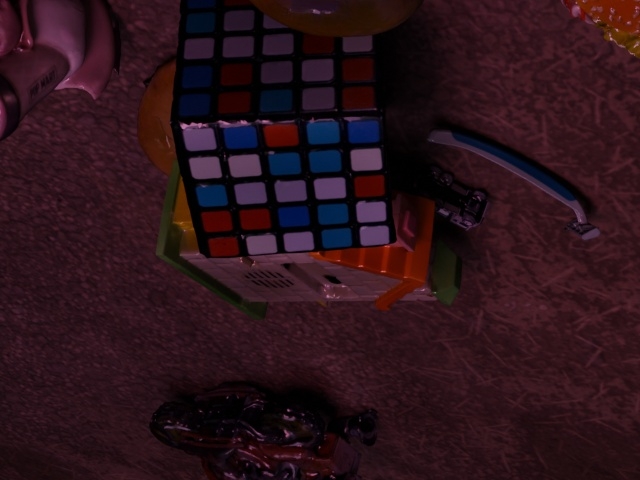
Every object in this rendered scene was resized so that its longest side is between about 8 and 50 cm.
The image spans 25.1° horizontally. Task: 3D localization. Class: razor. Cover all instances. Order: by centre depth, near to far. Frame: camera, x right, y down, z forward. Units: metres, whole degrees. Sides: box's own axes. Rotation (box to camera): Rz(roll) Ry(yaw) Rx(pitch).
[{"bbox_3d":[0.192,-0.064,1.414,0.191,0.037,0.068,32,-175,-9],"label":"razor"}]

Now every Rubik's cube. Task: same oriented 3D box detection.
[{"bbox_3d":[-0.030,-0.110,1.299,0.187,0.184,0.182,-5,140,2],"label":"Rubik's cube"}]

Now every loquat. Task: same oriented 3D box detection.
[{"bbox_3d":[0.007,-0.242,1.186,0.195,0.152,0.152,14,145,24],"label":"loquat"}]

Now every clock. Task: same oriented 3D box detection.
[{"bbox_3d":[0.000,0.000,1.482,0.255,0.106,0.220,-2,159,26],"label":"clock"}]

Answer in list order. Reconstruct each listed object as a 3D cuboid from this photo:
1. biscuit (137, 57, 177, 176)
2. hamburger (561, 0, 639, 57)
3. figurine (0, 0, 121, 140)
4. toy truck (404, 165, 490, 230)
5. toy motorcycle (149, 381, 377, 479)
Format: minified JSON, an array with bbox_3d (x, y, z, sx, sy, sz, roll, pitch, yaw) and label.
[{"bbox_3d":[-0.094,-0.118,1.480,0.203,0.041,0.260,21,146,0],"label":"biscuit"},{"bbox_3d":[0.292,-0.213,1.100,0.210,0.116,0.173,16,142,7],"label":"hamburger"},{"bbox_3d":[-0.400,-0.179,1.391,0.361,0.253,0.211,-6,154,21],"label":"figurine"},{"bbox_3d":[0.128,-0.042,1.473,0.083,0.039,0.044,27,161,-5],"label":"toy truck"},{"bbox_3d":[-0.035,0.277,1.890,0.401,0.134,0.207,-10,135,38],"label":"toy motorcycle"}]
